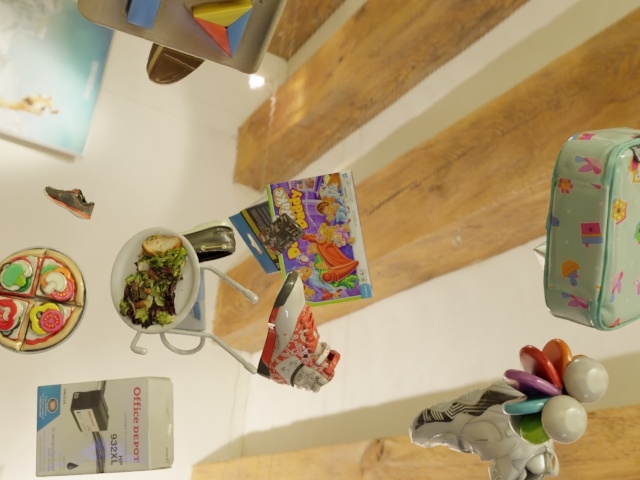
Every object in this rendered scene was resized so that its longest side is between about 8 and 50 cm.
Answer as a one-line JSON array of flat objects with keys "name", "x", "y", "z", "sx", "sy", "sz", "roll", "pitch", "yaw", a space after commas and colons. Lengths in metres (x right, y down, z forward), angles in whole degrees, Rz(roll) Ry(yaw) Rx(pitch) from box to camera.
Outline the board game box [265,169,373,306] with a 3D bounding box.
[{"name": "board game box", "x": 0.000, "y": 0.000, "z": 1.984, "sx": 0.078, "sy": 0.233, "sz": 0.347, "roll": -28, "pitch": 108, "yaw": -83}]

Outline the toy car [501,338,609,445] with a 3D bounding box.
[{"name": "toy car", "x": 0.369, "y": 0.245, "z": 1.213, "sx": 0.182, "sy": 0.136, "sz": 0.159, "roll": -53, "pitch": -174, "yaw": -18}]

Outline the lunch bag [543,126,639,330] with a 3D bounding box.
[{"name": "lunch bag", "x": 0.425, "y": -0.025, "z": 1.029, "sx": 0.108, "sy": 0.224, "sz": 0.279, "roll": 21, "pitch": -64, "yaw": 52}]

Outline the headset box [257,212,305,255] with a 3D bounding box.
[{"name": "headset box", "x": -0.083, "y": -0.009, "z": 1.507, "sx": 0.083, "sy": 0.062, "sz": 0.032, "roll": -39, "pitch": -129, "yaw": 11}]

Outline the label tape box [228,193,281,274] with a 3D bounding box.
[{"name": "label tape box", "x": -0.108, "y": -0.036, "z": 2.284, "sx": 0.106, "sy": 0.240, "sz": 0.334, "roll": -42, "pitch": -164, "yaw": -35}]

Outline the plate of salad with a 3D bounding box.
[{"name": "plate of salad", "x": -0.311, "y": 0.072, "z": 1.346, "sx": 0.200, "sy": 0.048, "sz": 0.199, "roll": -3, "pitch": -99, "yaw": 22}]

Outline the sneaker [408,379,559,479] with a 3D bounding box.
[{"name": "sneaker", "x": 0.341, "y": 0.436, "z": 1.555, "sx": 0.366, "sy": 0.137, "sz": 0.210, "roll": -35, "pitch": -124, "yaw": 41}]

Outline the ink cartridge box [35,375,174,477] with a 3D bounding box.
[{"name": "ink cartridge box", "x": -0.529, "y": 0.457, "z": 1.798, "sx": 0.308, "sy": 0.129, "sz": 0.223, "roll": -7, "pitch": -105, "yaw": 13}]

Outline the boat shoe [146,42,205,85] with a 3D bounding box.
[{"name": "boat shoe", "x": -0.288, "y": -0.500, "z": 1.602, "sx": 0.123, "sy": 0.123, "sz": 0.342, "roll": 50, "pitch": -63, "yaw": 28}]

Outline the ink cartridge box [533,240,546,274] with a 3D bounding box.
[{"name": "ink cartridge box", "x": 0.524, "y": 0.057, "z": 1.407, "sx": 0.127, "sy": 0.128, "sz": 0.176, "roll": -31, "pitch": -158, "yaw": -7}]

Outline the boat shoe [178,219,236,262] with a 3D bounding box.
[{"name": "boat shoe", "x": -0.279, "y": 0.026, "z": 1.467, "sx": 0.228, "sy": 0.081, "sz": 0.068, "roll": -19, "pitch": -116, "yaw": 10}]

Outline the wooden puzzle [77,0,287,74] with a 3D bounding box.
[{"name": "wooden puzzle", "x": -0.222, "y": -0.472, "z": 1.277, "sx": 0.080, "sy": 0.348, "sz": 0.322, "roll": -97, "pitch": -151, "yaw": -52}]

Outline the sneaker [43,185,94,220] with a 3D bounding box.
[{"name": "sneaker", "x": -0.653, "y": -0.112, "z": 1.922, "sx": 0.064, "sy": 0.158, "sz": 0.061, "roll": -60, "pitch": 167, "yaw": 2}]

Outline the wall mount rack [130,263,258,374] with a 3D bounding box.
[{"name": "wall mount rack", "x": -0.280, "y": 0.164, "z": 1.647, "sx": 0.130, "sy": 0.304, "sz": 0.350, "roll": -78, "pitch": 173, "yaw": -57}]

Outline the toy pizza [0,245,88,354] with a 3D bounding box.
[{"name": "toy pizza", "x": -0.525, "y": 0.106, "z": 1.334, "sx": 0.032, "sy": 0.201, "sz": 0.201, "roll": 76, "pitch": 25, "yaw": -76}]

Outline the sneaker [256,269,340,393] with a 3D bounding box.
[{"name": "sneaker", "x": -0.025, "y": 0.177, "z": 1.358, "sx": 0.090, "sy": 0.145, "sz": 0.270, "roll": -63, "pitch": 171, "yaw": -51}]
